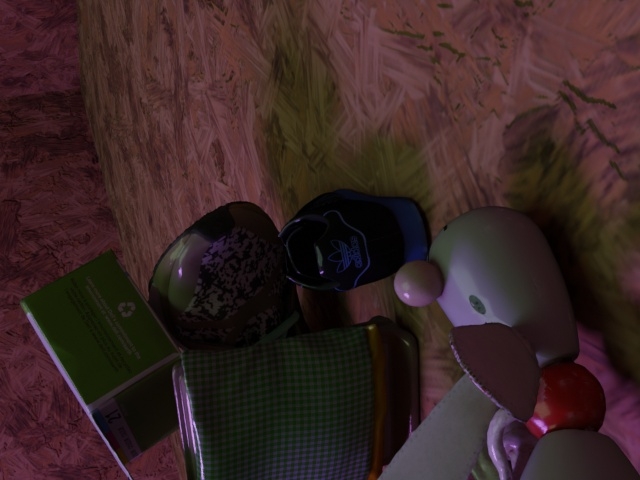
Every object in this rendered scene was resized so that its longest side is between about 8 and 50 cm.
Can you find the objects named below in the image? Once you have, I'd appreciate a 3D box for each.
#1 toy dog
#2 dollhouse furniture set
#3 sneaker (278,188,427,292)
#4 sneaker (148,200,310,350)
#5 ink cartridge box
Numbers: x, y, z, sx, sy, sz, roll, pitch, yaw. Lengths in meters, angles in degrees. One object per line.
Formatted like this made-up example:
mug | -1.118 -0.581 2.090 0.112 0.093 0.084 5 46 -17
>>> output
toy dog | 0.082 0.141 0.367 0.334 0.161 0.220 -113 23 -54
dollhouse furniture set | 0.008 0.232 0.624 0.151 0.197 0.301 -139 41 -62
sneaker | 0.000 0.000 0.674 0.232 0.090 0.081 174 83 -70
sneaker | -0.037 0.135 0.790 0.182 0.158 0.410 34 150 37
ink cartridge box | -0.160 0.165 0.735 0.255 0.097 0.189 49 158 20
